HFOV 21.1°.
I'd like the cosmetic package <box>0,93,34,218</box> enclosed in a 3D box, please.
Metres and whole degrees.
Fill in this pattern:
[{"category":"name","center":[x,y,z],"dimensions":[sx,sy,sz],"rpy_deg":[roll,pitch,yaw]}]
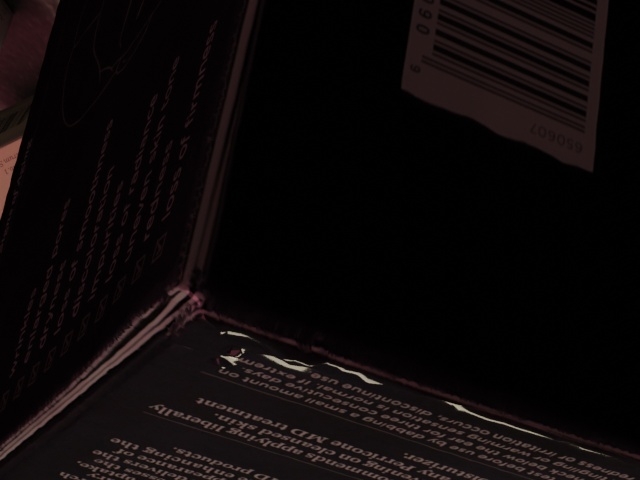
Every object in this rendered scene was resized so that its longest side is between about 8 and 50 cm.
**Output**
[{"category":"cosmetic package","center":[-0.219,0.008,1.676],"dimensions":[0.160,0.113,0.309],"rpy_deg":[-24,115,24]}]

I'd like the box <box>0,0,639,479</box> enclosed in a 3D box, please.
[{"category":"box","center":[-0.006,-0.055,1.083],"dimensions":[0.297,0.480,0.472],"rpy_deg":[21,152,-21]}]

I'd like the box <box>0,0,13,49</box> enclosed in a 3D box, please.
[{"category":"box","center":[-0.408,-0.211,1.557],"dimensions":[0.182,0.119,0.181],"rpy_deg":[-20,124,18]}]
